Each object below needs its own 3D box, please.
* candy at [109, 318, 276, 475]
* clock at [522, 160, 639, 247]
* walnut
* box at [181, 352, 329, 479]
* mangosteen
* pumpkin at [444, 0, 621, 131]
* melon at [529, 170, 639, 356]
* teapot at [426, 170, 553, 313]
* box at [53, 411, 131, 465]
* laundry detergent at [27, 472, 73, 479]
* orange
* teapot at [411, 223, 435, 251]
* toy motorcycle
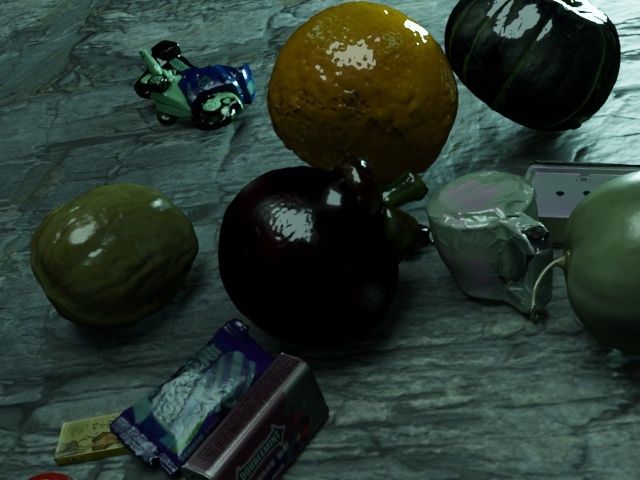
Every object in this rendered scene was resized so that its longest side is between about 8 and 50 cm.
[{"bbox_3d":[-0.178,0.231,1.578,0.145,0.070,0.275,29,56,34],"label":"candy"},{"bbox_3d":[0.414,-0.056,1.672,0.192,0.071,0.147,3,43,26],"label":"clock"},{"bbox_3d":[-0.354,0.020,1.780,0.283,0.227,0.283,9,56,-14],"label":"walnut"},{"bbox_3d":[-0.085,0.274,1.442,0.069,0.120,0.224,13,49,39],"label":"box"},{"bbox_3d":[-0.006,0.011,1.573,0.297,0.313,0.297,19,45,-20],"label":"mangosteen"},{"bbox_3d":[0.373,-0.333,1.849,0.323,0.241,0.323,24,28,-14],"label":"pumpkin"},{"bbox_3d":[0.466,0.033,1.396,0.308,0.272,0.272,23,46,0],"label":"melon"},{"bbox_3d":[0.279,0.003,1.580,0.221,0.178,0.163,11,41,37],"label":"teapot"},{"bbox_3d":[-0.331,0.299,1.593,0.149,0.020,0.073,-12,38,9],"label":"box"},{"bbox_3d":[-0.406,0.408,1.469,0.097,0.049,0.165,-12,39,21],"label":"laundry detergent"},{"bbox_3d":[0.079,-0.267,1.857,0.340,0.340,0.293,7,63,30],"label":"orange"},{"bbox_3d":[0.154,-0.003,1.742,0.100,0.045,0.068,1,17,-2],"label":"teapot"},{"bbox_3d":[-0.267,-0.335,2.277,0.196,0.125,0.331,-37,44,-25],"label":"toy motorcycle"}]
